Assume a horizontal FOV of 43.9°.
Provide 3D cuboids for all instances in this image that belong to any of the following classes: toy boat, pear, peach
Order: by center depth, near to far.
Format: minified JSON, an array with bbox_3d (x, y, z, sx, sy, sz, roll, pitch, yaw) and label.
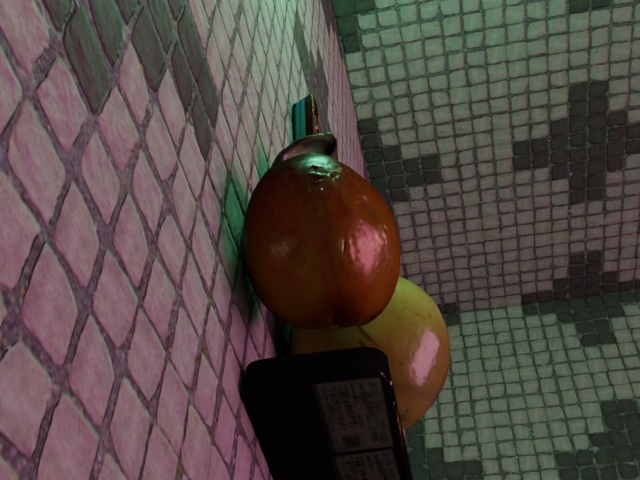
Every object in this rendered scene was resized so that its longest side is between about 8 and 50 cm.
[{"bbox_3d":[0.000,0.000,1.217,0.281,0.238,0.281,171,-90,-78],"label":"peach"},{"bbox_3d":[0.089,0.209,1.440,0.309,0.309,0.309,-8,90,-81],"label":"pear"},{"bbox_3d":[-0.013,-0.146,1.815,0.136,0.079,0.392,65,18,-68],"label":"toy boat"}]

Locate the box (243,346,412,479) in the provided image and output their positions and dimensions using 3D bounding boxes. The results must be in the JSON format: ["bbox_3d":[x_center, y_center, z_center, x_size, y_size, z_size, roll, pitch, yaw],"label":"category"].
[{"bbox_3d":[0.022,0.308,1.206,0.058,0.211,0.350,-89,169,-54],"label":"box"}]

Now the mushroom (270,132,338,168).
[{"bbox_3d":[-0.008,-0.042,1.458,0.267,0.189,0.164,61,-13,16],"label":"mushroom"}]
